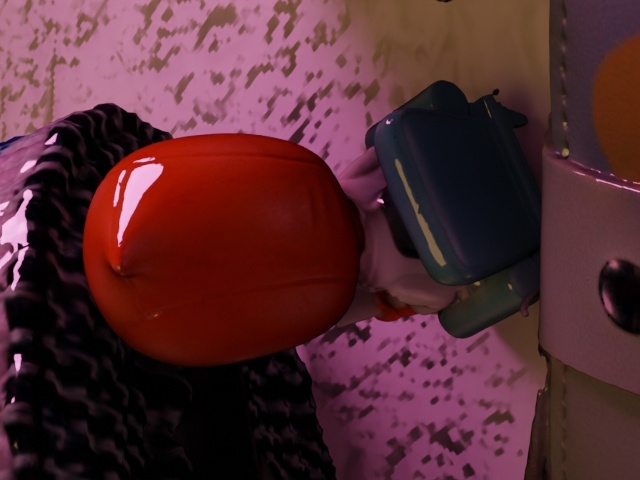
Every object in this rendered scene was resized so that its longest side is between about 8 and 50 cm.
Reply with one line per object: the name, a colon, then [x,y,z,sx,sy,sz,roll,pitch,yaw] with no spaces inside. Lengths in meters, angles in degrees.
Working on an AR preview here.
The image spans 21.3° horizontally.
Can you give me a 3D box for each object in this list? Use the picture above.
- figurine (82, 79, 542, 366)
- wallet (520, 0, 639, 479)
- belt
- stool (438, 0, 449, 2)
figurine: [0.000,0.000,0.452,0.075,0.140,0.068,-33,72,53]
wallet: [0.110,0.021,0.375,0.170,0.069,0.231,26,124,41]
belt: [-0.080,0.095,0.512,0.150,0.207,0.257,-20,62,19]
stool: [-0.022,-0.127,0.459,0.217,0.121,0.125,41,131,45]
